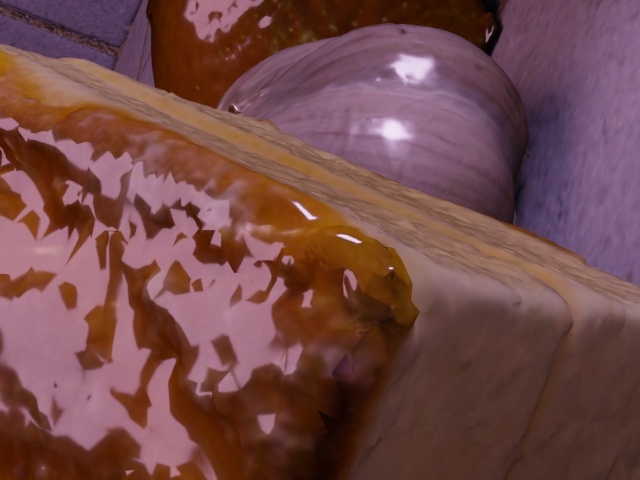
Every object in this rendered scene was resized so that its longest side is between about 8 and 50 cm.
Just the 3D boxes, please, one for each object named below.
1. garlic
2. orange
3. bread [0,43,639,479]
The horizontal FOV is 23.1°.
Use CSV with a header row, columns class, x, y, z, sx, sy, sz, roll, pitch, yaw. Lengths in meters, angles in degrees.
class,x,y,z,sx,sy,sz,roll,pitch,yaw
garlic,-0.001,0.003,0.724,0.228,0.152,0.228,-160,90,-82
orange,-0.004,-0.152,0.957,0.262,0.196,0.334,110,169,-77
bread,-0.066,0.094,0.515,0.279,0.207,0.279,23,97,39
